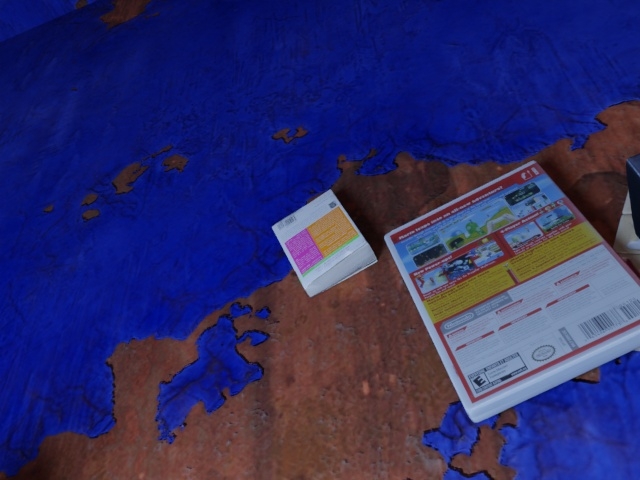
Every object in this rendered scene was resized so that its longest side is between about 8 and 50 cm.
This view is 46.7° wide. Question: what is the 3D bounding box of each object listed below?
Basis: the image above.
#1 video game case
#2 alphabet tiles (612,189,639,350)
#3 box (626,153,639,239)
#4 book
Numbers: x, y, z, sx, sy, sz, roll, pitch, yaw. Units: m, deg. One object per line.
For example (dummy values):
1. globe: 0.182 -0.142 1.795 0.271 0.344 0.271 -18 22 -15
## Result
1. video game case: 0.199 0.037 0.783 0.204 0.025 0.285 -27 38 6
2. alphabet tiles: 0.420 0.022 0.690 0.285 0.011 0.343 4 49 34
3. box: 0.408 -0.033 0.662 0.207 0.108 0.153 -21 39 9
4. book: 0.000 0.000 0.947 0.096 0.035 0.144 -31 38 1
